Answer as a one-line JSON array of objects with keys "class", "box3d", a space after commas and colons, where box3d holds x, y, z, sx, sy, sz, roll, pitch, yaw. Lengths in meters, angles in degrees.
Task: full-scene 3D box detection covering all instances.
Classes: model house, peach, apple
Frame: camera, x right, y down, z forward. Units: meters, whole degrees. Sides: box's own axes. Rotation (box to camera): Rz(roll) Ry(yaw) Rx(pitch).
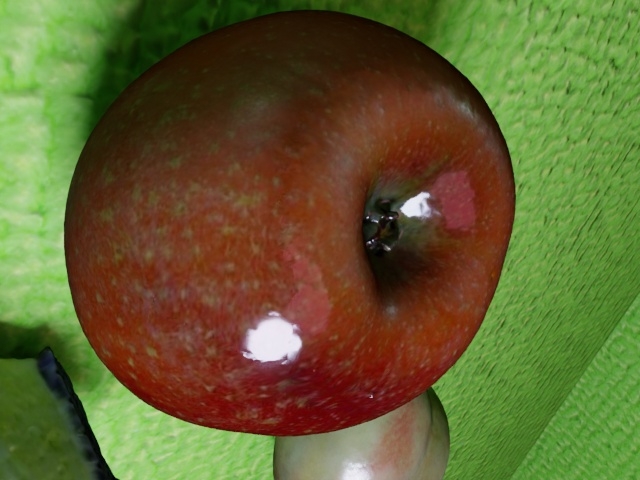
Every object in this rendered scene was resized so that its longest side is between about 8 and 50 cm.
[{"class": "model house", "box3d": [-0.288, 0.206, 0.586, 0.170, 0.194, 0.211, -41, 158, 16]}, {"class": "peach", "box3d": [0.058, 0.308, 0.963, 0.292, 0.247, 0.292, -47, 149, -39]}, {"class": "apple", "box3d": [-0.019, -0.009, 0.520, 0.348, 0.277, 0.348, -4, 97, -38]}]
